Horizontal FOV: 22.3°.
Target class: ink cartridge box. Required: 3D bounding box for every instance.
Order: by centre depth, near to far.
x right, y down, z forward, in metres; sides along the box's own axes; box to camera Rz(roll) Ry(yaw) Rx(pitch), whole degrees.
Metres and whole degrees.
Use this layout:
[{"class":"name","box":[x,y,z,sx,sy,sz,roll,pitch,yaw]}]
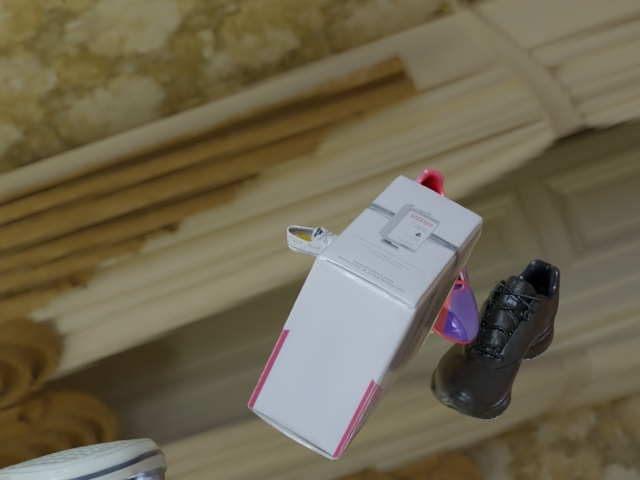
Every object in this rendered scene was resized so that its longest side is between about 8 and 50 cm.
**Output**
[{"class":"ink cartridge box","box":[0.055,0.076,1.754,0.207,0.117,0.283,-65,-10,26]}]

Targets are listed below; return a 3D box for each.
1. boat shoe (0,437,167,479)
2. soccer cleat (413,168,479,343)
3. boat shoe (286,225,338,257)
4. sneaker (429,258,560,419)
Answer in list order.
[{"class":"boat shoe","box":[-0.247,0.319,1.699,0.500,0.186,0.156,114,143,-66]},{"class":"soccer cleat","box":[0.144,0.019,1.977,0.248,0.083,0.095,-107,35,-46]},{"class":"boat shoe","box":[0.000,0.000,2.107,0.035,0.100,0.035,-52,-37,-37]},{"class":"sneaker","box":[0.225,0.117,2.054,0.286,0.109,0.130,-47,-24,-51]}]
